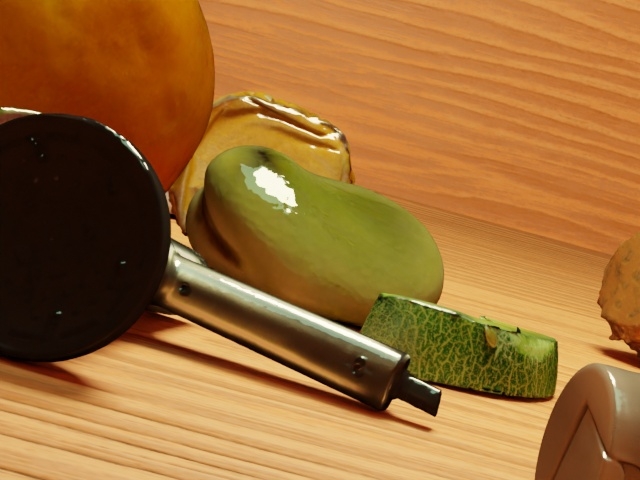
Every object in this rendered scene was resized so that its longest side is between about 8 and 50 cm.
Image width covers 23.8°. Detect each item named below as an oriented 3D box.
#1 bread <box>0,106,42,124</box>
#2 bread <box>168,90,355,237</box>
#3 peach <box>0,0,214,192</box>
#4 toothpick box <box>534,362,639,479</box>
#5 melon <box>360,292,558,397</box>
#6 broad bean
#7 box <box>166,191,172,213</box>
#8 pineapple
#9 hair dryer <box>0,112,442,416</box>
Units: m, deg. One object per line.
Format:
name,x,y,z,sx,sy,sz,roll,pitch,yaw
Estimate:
bread,-0.273,-0.034,1.064,0.229,0.033,0.228,-19,-12,-4
bread,-0.065,-0.058,1.604,0.199,0.199,0.104,15,-10,-6
peach,-0.264,-0.145,1.374,0.343,0.301,0.342,3,27,-2
toothpick box,0.220,0.141,0.850,0.181,0.111,0.111,16,6,-10
melon,0.136,0.094,1.328,0.118,0.064,0.209,14,1,39
broad bean,0.000,0.000,1.475,0.263,0.121,0.189,16,38,-6
box,-0.277,-0.107,1.922,0.370,0.112,0.190,10,8,-30
pineapple,0.460,0.094,1.799,0.279,0.157,0.158,27,-2,-36
hair dryer,-0.065,0.024,1.056,0.284,0.155,0.320,7,-6,20
